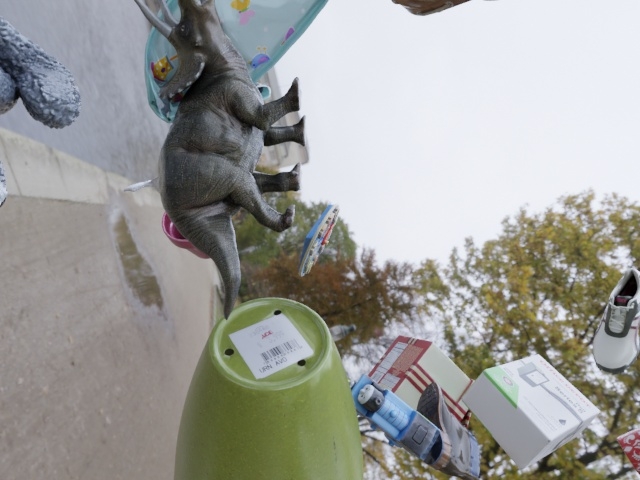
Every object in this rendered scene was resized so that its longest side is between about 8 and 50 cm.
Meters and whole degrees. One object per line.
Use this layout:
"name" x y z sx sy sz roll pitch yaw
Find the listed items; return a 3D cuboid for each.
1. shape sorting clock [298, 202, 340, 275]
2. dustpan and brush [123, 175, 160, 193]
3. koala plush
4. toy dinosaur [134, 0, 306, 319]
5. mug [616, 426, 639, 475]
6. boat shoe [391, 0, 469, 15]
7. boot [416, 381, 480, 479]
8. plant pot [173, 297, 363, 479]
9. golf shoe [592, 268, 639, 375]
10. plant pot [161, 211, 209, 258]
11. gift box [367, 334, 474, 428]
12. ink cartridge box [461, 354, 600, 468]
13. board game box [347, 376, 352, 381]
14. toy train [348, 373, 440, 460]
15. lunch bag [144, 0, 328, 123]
"shape sorting clock" 0.000 0.000 1.212 0.040 0.206 0.206 25 -26 10
"dustpan and brush" -0.488 -0.176 1.459 0.060 0.211 0.147 60 -24 -4
"koala plush" -0.347 -0.091 0.417 0.203 0.196 0.221 55 17 -63
"toy dinosaur" -0.099 -0.085 0.486 0.121 0.160 0.314 11 83 -87
"mug" 0.805 0.483 1.107 0.150 0.169 0.113 54 19 -9
"boat shoe" 0.231 -0.385 0.625 0.116 0.324 0.123 27 70 -50
"boot" 0.260 0.393 0.983 0.106 0.082 0.219 36 26 -8
"plant pot" -0.063 0.226 0.617 0.275 0.274 0.294 -118 -153 -49
"golf shoe" 0.751 0.199 1.208 0.105 0.273 0.120 9 -27 49
"plant pot" -0.413 -0.035 1.646 0.180 0.201 0.201 70 -2 -56
"gift box" 0.298 0.481 1.487 0.258 0.276 0.255 44 -12 -9
"ink cartridge box" 0.512 0.401 1.164 0.198 0.272 0.115 49 -55 38
"board game box" 0.007 0.377 1.285 0.259 0.030 0.136 38 -47 6
"toy train" 0.128 0.323 0.888 0.184 0.080 0.105 41 -20 -5
"lunch bag" -0.126 -0.266 0.619 0.160 0.262 0.223 35 9 -26
